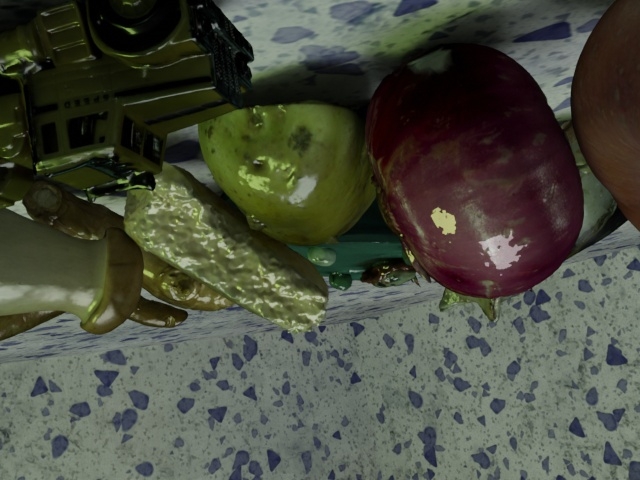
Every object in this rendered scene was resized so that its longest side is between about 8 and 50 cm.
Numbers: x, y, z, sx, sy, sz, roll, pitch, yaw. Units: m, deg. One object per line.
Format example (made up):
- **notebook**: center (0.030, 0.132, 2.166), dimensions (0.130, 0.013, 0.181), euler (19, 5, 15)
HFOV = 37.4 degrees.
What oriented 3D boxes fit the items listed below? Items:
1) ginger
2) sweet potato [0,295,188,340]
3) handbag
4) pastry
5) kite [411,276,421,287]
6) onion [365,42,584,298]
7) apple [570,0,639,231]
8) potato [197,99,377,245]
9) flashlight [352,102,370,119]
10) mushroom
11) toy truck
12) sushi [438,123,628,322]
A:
- **ginger**: center (-0.201, 0.009, 1.028), dimensions (0.294, 0.086, 0.131), euler (29, -172, -44)
- **sweet potato**: center (-0.376, 0.094, 1.422), dimensions (0.346, 0.108, 0.079), euler (-4, 174, -17)
- **handbag**: center (-0.002, 0.004, 1.182), dimensions (0.274, 0.100, 0.269), euler (9, 163, -23)
- **pastry**: center (-0.097, 0.006, 0.939), dimensions (0.258, 0.089, 0.121), euler (33, 174, -33)
- **kite**: center (0.110, 0.002, 1.351), dimensions (0.006, 0.198, 0.244), euler (-47, 138, -12)
- **onion**: center (0.118, -0.067, 0.765), dimensions (0.201, 0.207, 0.200), euler (8, 141, 7)
- **apple**: center (0.332, -0.089, 0.653), dimensions (0.235, 0.305, 0.306), euler (-40, 172, -5)
- **potato**: center (-0.021, -0.051, 0.886), dimensions (0.160, 0.111, 0.272), euler (-1, 176, 11)
- **flashlight**: center (0.086, -0.123, 0.896), dimensions (0.121, 0.057, 0.035), euler (-5, 136, 5)
- **mushroom**: center (-0.338, 0.018, 0.876), dimensions (0.350, 0.128, 0.128), euler (11, 162, -23)
- **toy truck**: center (-0.171, -0.080, 0.587), dimensions (0.257, 0.127, 0.127), euler (-16, 168, 11)
- **sushi**: center (0.233, -0.020, 1.125), dimensions (0.273, 0.134, 0.109), euler (-39, 152, 3)
